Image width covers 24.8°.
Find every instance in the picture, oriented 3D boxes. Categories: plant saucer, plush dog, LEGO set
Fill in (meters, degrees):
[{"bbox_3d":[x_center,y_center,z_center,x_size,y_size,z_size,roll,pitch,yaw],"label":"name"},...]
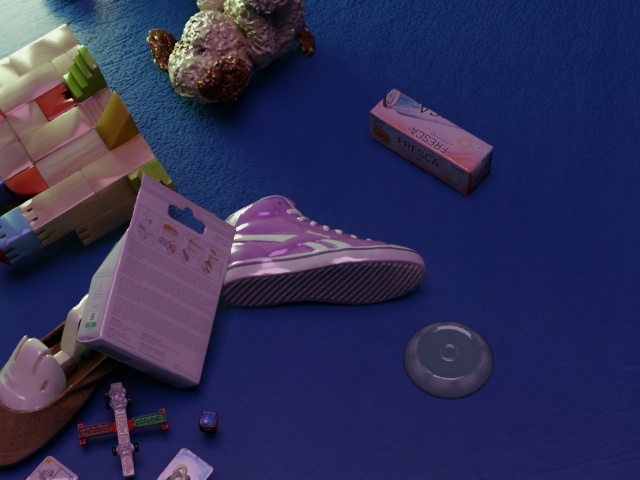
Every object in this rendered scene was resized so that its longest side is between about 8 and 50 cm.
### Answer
[{"bbox_3d":[0.168,0.151,1.913,0.119,0.021,0.119,0,54,0],"label":"plant saucer"},{"bbox_3d":[-0.135,-0.298,2.172,0.225,0.211,0.262,-46,36,-12],"label":"plush dog"},{"bbox_3d":[-0.238,0.288,1.812,0.182,0.060,0.244,33,68,16],"label":"LEGO set"}]

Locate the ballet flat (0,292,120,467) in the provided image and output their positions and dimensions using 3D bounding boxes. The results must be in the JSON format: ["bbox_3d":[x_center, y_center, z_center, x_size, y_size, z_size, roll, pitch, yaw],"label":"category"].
[{"bbox_3d":[-0.316,0.141,1.857,0.116,0.124,0.342,37,62,26],"label":"ballet flat"}]

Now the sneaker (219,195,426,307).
[{"bbox_3d":[0.000,-0.001,1.978,0.282,0.102,0.161,0,51,0],"label":"sneaker"}]

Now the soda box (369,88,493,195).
[{"bbox_3d":[0.158,-0.142,2.105,0.183,0.058,0.063,33,61,21],"label":"soda box"}]

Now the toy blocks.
[{"bbox_3d":[-0.393,-0.122,2.038,0.261,0.191,0.381,-31,60,-8],"label":"toy blocks"}]

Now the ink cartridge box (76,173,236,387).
[{"bbox_3d":[-0.206,0.054,1.860,0.056,0.181,0.225,-9,61,40],"label":"ink cartridge box"}]
